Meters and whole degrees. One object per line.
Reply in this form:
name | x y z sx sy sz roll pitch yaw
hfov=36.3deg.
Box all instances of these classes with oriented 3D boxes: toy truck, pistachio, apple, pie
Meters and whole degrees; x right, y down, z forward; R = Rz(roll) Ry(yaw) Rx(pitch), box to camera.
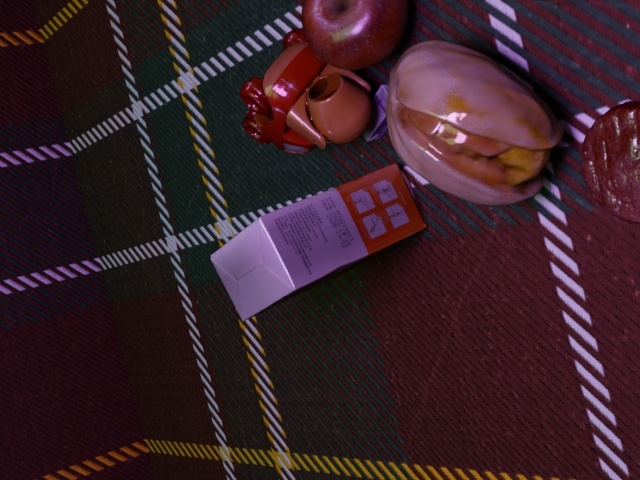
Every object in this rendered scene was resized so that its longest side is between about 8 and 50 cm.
toy truck | -0.013 -0.253 1.863 0.239 0.189 0.265 36 166 10
pistachio | 0.228 -0.192 1.544 0.308 0.230 0.230 33 130 22
apple | 0.067 -0.399 1.732 0.201 0.162 0.201 -4 82 32
pie | 0.453 -0.111 1.407 0.182 0.049 0.182 26 123 49

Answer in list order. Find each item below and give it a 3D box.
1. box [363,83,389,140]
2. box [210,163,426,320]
box | 0.113 -0.241 1.835 0.051 0.036 0.117 61 144 18
box | 0.000 0.000 1.818 0.225 0.341 0.143 -33 84 54
